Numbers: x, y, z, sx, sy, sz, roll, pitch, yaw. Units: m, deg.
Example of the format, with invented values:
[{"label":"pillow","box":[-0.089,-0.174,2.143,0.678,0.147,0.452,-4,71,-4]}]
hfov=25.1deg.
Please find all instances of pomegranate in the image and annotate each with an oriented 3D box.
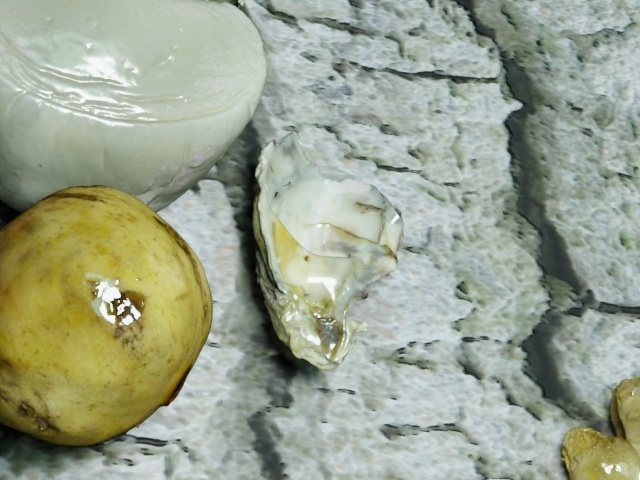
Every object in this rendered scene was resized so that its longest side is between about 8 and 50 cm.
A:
[{"label":"pomegranate","box":[-0.247,0.080,1.508,0.281,0.281,0.281,10,62,-20]}]

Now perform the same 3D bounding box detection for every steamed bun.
[{"label":"steamed bun","box":[-0.258,-0.149,1.616,0.383,0.247,0.236,4,59,-27]}]

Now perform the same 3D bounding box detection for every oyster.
[{"label":"oyster","box":[-0.004,0.006,1.755,0.275,0.100,0.271,44,53,15]}]

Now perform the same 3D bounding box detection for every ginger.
[{"label":"ginger","box":[0.416,0.319,1.763,0.236,0.166,0.375,34,50,-17]}]

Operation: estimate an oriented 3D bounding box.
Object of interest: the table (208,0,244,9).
[{"label":"table","box":[-0.138,-0.325,1.863,0.062,0.079,0.083,3,67,-22]}]
